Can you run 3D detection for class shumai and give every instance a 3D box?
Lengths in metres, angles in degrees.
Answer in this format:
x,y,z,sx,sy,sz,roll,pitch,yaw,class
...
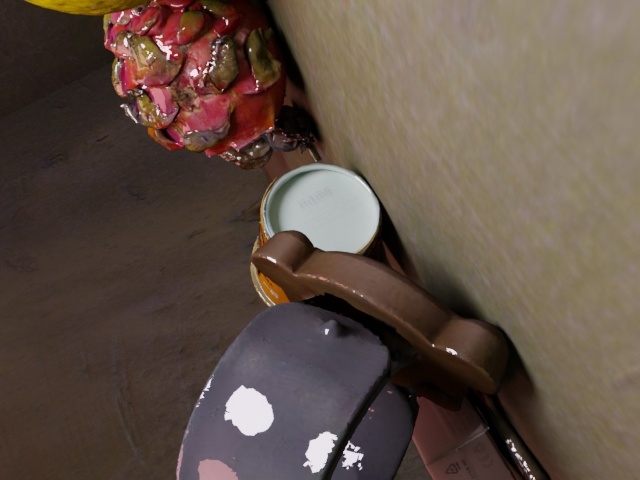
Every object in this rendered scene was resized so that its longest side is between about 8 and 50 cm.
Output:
x,y,z,sx,sy,sz,roll,pitch,yaw,class
-0.208,-0.321,1.797,0.185,0.184,0.218,-53,46,47,shumai

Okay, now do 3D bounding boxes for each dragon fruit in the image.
x,y,z,sx,sy,sz,roll,pitch,yaw,class
-0.187,-0.287,0.996,0.291,0.250,0.269,57,-163,-28,dragon fruit

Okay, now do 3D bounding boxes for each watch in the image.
x,y,z,sx,sy,sz,roll,pitch,yaw,class
0.012,0.209,0.766,0.314,0.326,0.335,25,161,24,watch

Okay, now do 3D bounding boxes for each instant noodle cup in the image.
x,y,z,sx,sy,sz,roll,pitch,yaw,class
0.000,0.000,0.976,0.215,0.216,0.172,59,166,21,instant noodle cup

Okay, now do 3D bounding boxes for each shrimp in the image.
x,y,z,sx,sy,sz,roll,pitch,yaw,class
-0.046,-0.183,1.131,0.090,0.079,0.233,24,-172,-22,shrimp

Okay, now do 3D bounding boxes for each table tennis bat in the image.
x,y,z,sx,sy,sz,roll,pitch,yaw,class
0.221,0.215,0.914,0.274,0.021,0.154,59,176,40,table tennis bat

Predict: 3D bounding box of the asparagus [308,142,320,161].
x,y,z,sx,sy,sz,roll,pitch,yaw,class
-0.032,-0.196,1.234,0.114,0.014,0.015,62,159,-3,asparagus

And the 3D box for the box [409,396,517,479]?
x,y,z,sx,sy,sz,roll,pitch,yaw,class
0.204,0.303,0.989,0.203,0.106,0.251,57,-177,-21,box

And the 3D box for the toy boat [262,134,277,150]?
x,y,z,sx,sy,sz,roll,pitch,yaw,class
-0.106,-0.245,1.507,0.060,0.055,0.141,55,180,-29,toy boat

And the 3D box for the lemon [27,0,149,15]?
x,y,z,sx,sy,sz,roll,pitch,yaw,class
-0.253,-0.393,0.683,0.336,0.336,0.336,61,176,8,lemon
